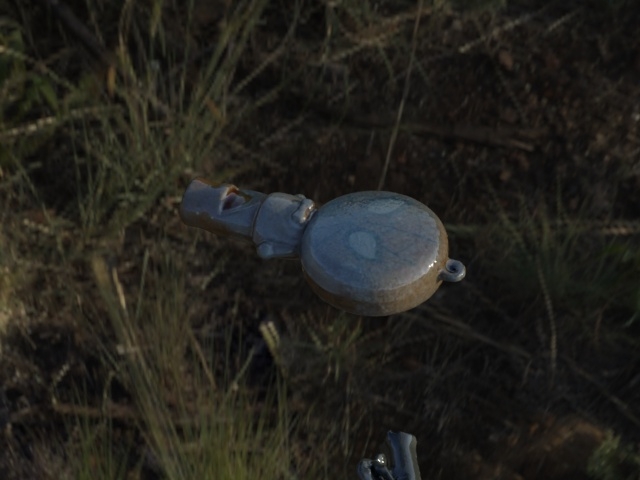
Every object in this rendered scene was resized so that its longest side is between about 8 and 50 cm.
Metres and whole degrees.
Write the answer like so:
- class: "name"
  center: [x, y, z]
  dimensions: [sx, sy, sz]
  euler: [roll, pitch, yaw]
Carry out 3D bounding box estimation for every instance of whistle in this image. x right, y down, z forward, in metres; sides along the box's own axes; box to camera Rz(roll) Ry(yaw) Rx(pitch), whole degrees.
- class: "whistle"
  center: [0.000, 0.000, 0.946]
  dimensions: [0.220, 0.057, 0.107]
  euler: [15, 43, 16]

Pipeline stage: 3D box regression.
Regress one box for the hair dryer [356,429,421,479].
- class: "hair dryer"
  center: [-0.030, 0.236, 0.820]
  dimensions: [0.301, 0.121, 0.361]
  euler: [29, 40, 12]
